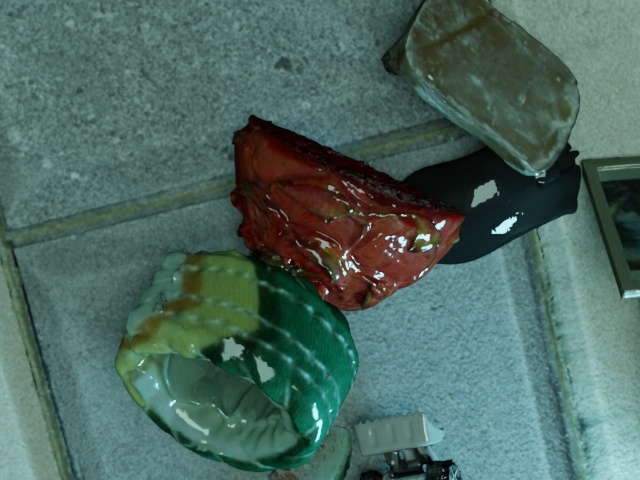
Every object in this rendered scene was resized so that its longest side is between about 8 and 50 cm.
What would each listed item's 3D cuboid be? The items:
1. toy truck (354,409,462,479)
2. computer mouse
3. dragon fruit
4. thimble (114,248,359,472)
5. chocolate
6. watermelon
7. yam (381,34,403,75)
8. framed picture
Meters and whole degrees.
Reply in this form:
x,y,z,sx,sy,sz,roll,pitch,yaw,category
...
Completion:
x,y,z,sx,sy,sz,roll,pitch,yaw,category
0.137,0.358,1.842,0.136,0.111,0.286,-14,92,25,toy truck
0.225,-0.056,1.815,0.264,0.088,0.147,-29,103,-6,computer mouse
0.000,0.000,1.733,0.317,0.152,0.205,24,104,3,dragon fruit
-0.104,0.143,1.705,0.288,0.254,0.167,40,49,-15,thimble
0.200,-0.197,1.750,0.254,0.080,0.157,36,67,-17,chocolate
-0.022,0.329,1.850,0.094,0.081,0.180,10,91,17,watermelon
0.178,-0.308,1.791,0.046,0.046,0.264,44,91,-11,yam
0.510,-0.029,1.794,0.315,0.232,0.024,-6,138,-3,framed picture
